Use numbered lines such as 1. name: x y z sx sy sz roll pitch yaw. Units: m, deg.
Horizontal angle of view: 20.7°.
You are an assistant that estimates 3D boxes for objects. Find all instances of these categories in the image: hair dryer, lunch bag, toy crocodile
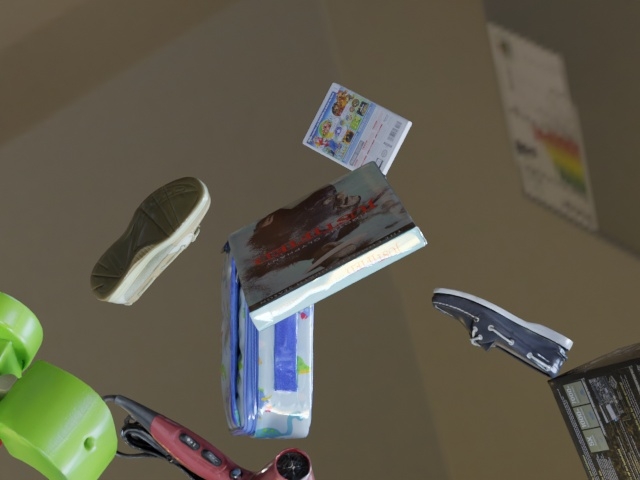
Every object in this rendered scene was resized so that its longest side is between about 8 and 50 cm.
1. hair dryer: -0.104 0.248 1.780 0.293 0.223 0.080 -9 -136 47
2. lunch bag: -0.053 0.093 1.792 0.090 0.219 0.176 1 176 -10
3. toy crocodile: -0.301 0.096 1.193 0.340 0.105 0.115 9 -132 14

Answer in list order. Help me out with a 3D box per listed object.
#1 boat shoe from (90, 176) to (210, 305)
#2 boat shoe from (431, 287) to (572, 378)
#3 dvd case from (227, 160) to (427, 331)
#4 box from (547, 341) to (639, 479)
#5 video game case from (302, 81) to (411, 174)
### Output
1. boat shoe: -0.151 0.002 1.627 0.153 0.048 0.056 -49 -128 17
2. boat shoe: 0.148 0.077 1.466 0.125 0.046 0.038 24 -99 0
3. dvd case: 0.000 0.000 0.838 0.087 0.013 0.119 -27 -160 2
4. box: 0.267 0.164 1.301 0.077 0.180 0.147 -21 176 -25
5. video game case: 0.045 -0.133 2.172 0.122 0.011 0.087 30 -84 27
